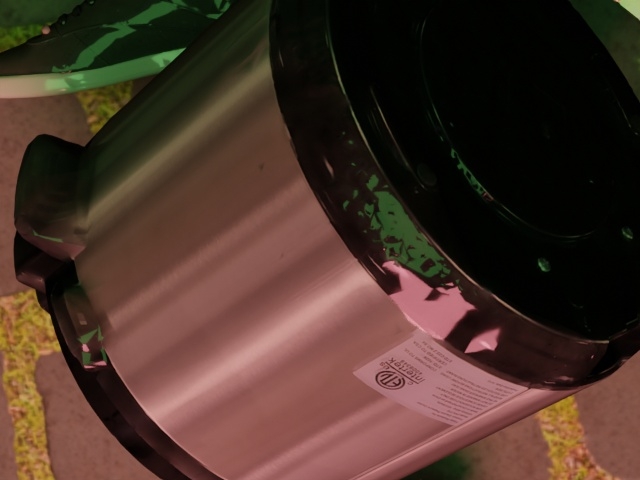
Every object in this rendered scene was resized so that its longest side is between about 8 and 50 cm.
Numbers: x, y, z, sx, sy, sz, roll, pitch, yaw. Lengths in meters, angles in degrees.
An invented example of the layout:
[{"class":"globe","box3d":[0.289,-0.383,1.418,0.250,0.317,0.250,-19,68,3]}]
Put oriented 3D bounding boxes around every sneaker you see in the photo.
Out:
[{"class":"sneaker","box3d":[-0.168,-0.207,1.152,0.296,0.104,0.146,-13,102,2]}]

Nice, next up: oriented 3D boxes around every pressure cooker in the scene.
[{"class":"pressure cooker","box3d":[-0.001,0.004,1.027,0.420,0.375,0.370,-36,88,40]}]

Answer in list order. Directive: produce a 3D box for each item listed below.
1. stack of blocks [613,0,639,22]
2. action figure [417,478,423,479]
[{"class":"stack of blocks","box3d":[0.264,-0.215,1.076,0.297,0.171,0.087,38,105,-6]},{"class":"action figure","box3d":[0.130,0.368,1.247,0.341,0.178,0.330,-6,114,8]}]
